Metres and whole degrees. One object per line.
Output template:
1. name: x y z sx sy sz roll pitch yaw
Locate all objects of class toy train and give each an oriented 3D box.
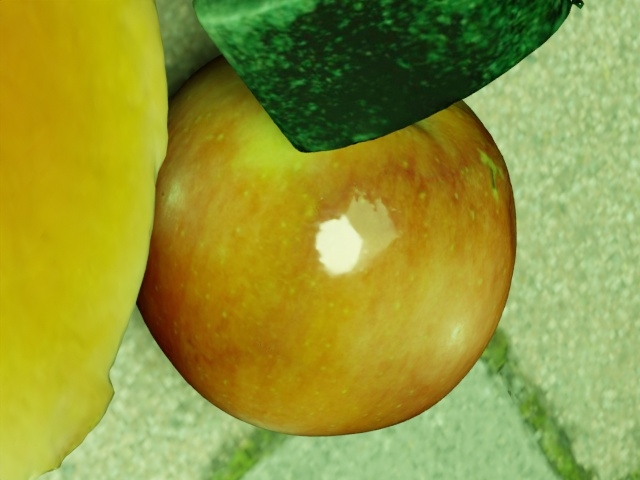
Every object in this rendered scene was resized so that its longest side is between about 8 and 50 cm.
1. toy train: -0.024 -0.174 0.592 0.138 0.178 0.330 -26 142 10

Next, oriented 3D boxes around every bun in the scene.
1. bun: -0.180 -0.043 0.587 0.299 0.165 0.299 9 79 -61

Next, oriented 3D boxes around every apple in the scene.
1. apple: 0.000 0.000 0.739 0.163 0.163 0.139 -4 120 -36
